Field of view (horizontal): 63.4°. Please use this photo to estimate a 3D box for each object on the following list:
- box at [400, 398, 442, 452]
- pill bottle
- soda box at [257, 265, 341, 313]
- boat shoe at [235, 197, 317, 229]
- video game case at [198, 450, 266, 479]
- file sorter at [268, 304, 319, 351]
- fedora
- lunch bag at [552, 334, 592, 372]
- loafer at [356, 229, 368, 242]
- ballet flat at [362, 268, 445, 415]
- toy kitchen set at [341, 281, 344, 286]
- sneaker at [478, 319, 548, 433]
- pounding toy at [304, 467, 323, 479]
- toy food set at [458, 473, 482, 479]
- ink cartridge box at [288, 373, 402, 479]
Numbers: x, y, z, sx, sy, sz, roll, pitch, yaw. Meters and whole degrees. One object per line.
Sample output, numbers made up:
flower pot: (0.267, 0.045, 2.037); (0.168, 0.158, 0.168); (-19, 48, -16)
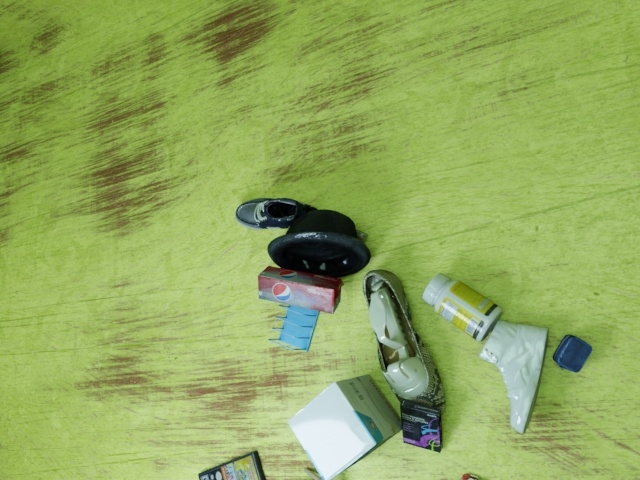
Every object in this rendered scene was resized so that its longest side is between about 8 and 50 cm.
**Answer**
box: (0.294, 0.541, 1.509); (0.116, 0.029, 0.162); (6, 121, 27)
pill bottle: (0.413, 0.190, 1.520); (0.208, 0.119, 0.119); (36, 96, 26)
soda box: (-0.068, 0.156, 1.672); (0.263, 0.083, 0.092); (9, 114, 17)
boat shoe: (-0.187, -0.106, 1.837); (0.340, 0.158, 0.127); (1, 81, 25)
video game case: (-0.280, 0.895, 1.764); (0.248, 0.035, 0.275); (-28, 69, 19)
file sorter: (-0.089, 0.275, 1.750); (0.118, 0.104, 0.170); (15, 87, 26)
fedora: (0.000, 0.000, 1.680); (0.334, 0.334, 0.153); (-7, 57, 24)
lunch bag: (0.678, 0.308, 1.403); (0.067, 0.065, 0.098); (32, 94, 11)
loafer: (0.099, -0.026, 1.753); (0.125, 0.045, 0.039); (24, 98, 24)
ballet flat: (0.224, 0.310, 1.551); (0.164, 0.182, 0.483); (-25, 71, 21)
toy kitchen set: (0.038, 0.177, 1.754); (0.083, 0.075, 0.068); (-30, 23, -16)
sneaker: (0.524, 0.370, 1.448); (0.169, 0.108, 0.293); (10, 75, 28)
pounding toy: (-0.041, 0.838, 1.643); (0.269, 0.155, 0.154); (-31, 97, 27)
toy food set: (0.428, 0.707, 1.471); (0.083, 0.020, 0.083); (-3, 79, 25)
ink cartridge box: (0.084, 0.540, 1.525); (0.197, 0.270, 0.198); (-43, 66, 14)
